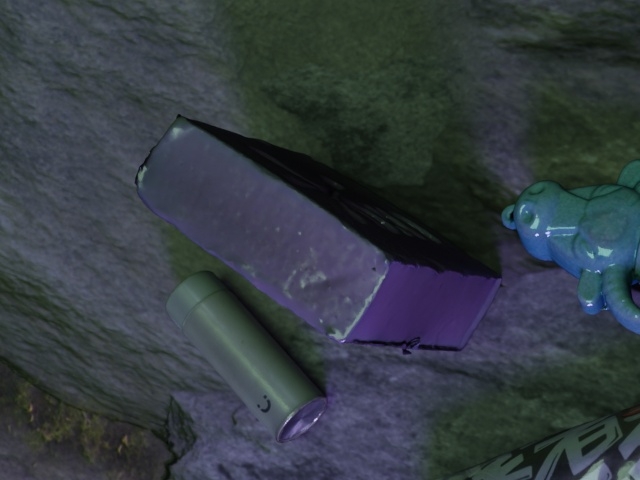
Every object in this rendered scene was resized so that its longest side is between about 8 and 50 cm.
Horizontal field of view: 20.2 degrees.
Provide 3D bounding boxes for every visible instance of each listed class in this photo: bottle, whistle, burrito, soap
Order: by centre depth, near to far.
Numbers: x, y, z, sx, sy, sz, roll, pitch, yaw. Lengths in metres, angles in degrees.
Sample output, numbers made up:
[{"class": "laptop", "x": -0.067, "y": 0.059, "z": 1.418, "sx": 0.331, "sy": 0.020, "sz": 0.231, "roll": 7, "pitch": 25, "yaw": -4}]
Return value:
[{"class": "burrito", "x": 0.275, "y": 0.237, "z": 1.735, "sx": 0.445, "sy": 0.101, "sz": 0.139, "roll": -27, "pitch": 69, "yaw": 25}, {"class": "whistle", "x": 0.303, "y": 0.003, "z": 1.744, "sx": 0.274, "sy": 0.093, "sz": 0.186, "roll": 13, "pitch": 66, "yaw": 25}, {"class": "soap", "x": 0.000, "y": 0.000, "z": 1.789, "sx": 0.285, "sy": 0.296, "sz": 0.107, "roll": 33, "pitch": 99, "yaw": 24}, {"class": "bottle", "x": -0.082, "y": 0.124, "z": 1.945, "sx": 0.201, "sy": 0.072, "sz": 0.072, "roll": 46, "pitch": 107, "yaw": 22}]
